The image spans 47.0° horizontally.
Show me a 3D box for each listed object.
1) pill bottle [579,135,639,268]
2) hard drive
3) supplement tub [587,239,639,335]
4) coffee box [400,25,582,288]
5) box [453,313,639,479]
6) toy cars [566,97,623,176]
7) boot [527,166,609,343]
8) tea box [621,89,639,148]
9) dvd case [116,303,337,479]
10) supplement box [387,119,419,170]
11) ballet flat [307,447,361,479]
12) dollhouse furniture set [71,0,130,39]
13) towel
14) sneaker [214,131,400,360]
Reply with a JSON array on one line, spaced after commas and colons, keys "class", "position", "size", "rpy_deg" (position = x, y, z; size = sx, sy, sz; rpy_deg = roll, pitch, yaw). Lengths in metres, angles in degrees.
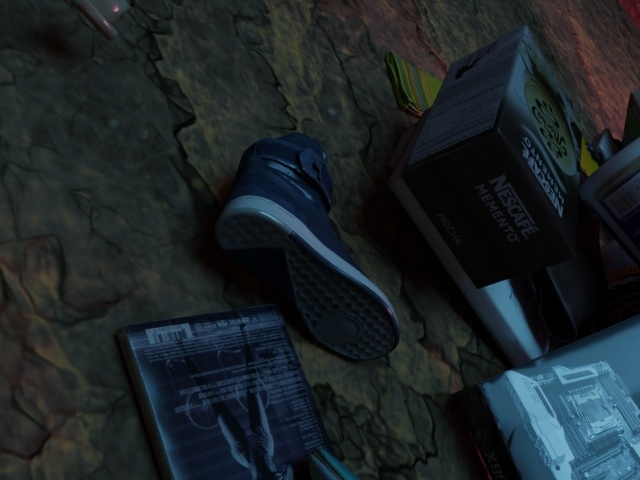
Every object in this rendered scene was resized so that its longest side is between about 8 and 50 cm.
[{"class": "pill bottle", "position": [0.460, -0.006, 0.903], "size": [0.153, 0.153, 0.264], "rpy_deg": [-18, 69, -52]}, {"class": "hard drive", "position": [0.204, -0.005, 0.928], "size": [0.307, 0.040, 0.203], "rpy_deg": [53, 36, -18]}, {"class": "supplement tub", "position": [0.476, 0.155, 1.019], "size": [0.194, 0.194, 0.316], "rpy_deg": [35, 41, -25]}, {"class": "coffee box", "position": [0.214, -0.106, 0.859], "size": [0.168, 0.119, 0.297], "rpy_deg": [53, 36, -20]}, {"class": "box", "position": [0.333, 0.216, 0.788], "size": [0.308, 0.076, 0.242], "rpy_deg": [-18, 74, -18]}, {"class": "toy cars", "position": [0.474, -0.136, 1.333], "size": [0.394, 0.087, 0.176], "rpy_deg": [21, 61, -42]}, {"class": "boot", "position": [0.309, -0.007, 0.954], "size": [0.207, 0.090, 0.248], "rpy_deg": [-17, 88, -58]}, {"class": "tea box", "position": [0.734, -0.106, 1.378], "size": [0.323, 0.220, 0.328], "rpy_deg": [54, 19, -62]}, {"class": "dvd case", "position": [-0.055, 0.160, 0.575], "size": [0.165, 0.018, 0.221], "rpy_deg": [-3, 64, -50]}, {"class": "supplement box", "position": [0.131, -0.110, 0.968], "size": [0.062, 0.036, 0.098], "rpy_deg": [45, 38, -15]}, {"class": "ballet flat", "position": [0.053, 0.239, 0.560], "size": [0.188, 0.070, 0.070], "rpy_deg": [36, 36, 10]}, {"class": "dollhouse furniture set", "position": [-0.365, -0.299, 0.555], "size": [0.303, 0.174, 0.355], "rpy_deg": [49, 0, 33]}, {"class": "towel", "position": [0.193, -0.210, 1.127], "size": [0.237, 0.021, 0.102], "rpy_deg": [15, 54, -42]}, {"class": "sneaker", "position": [0.001, -0.001, 0.705], "size": [0.226, 0.086, 0.163], "rpy_deg": [48, 27, -29]}]
